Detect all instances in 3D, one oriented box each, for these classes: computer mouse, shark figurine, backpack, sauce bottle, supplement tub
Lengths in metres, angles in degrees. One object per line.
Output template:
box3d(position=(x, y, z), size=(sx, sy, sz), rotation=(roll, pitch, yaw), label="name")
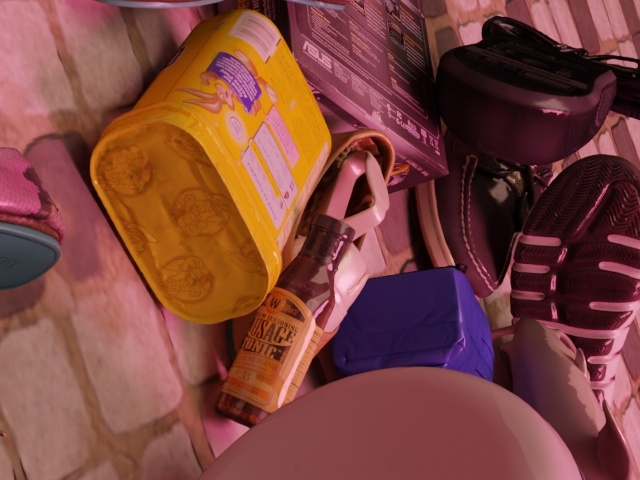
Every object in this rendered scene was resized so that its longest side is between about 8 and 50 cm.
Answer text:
box3d(position=(0.169, -0.105, 1.264), size=(0.272, 0.188, 0.072), rotation=(-26, 136, -62), label="computer mouse")
box3d(position=(0.141, 0.125, 1.116), size=(0.278, 0.116, 0.166), rotation=(-111, 176, -46), label="shark figurine")
box3d(position=(0.062, 0.081, 1.084), size=(0.120, 0.098, 0.101), rotation=(51, 38, -62), label="backpack")
box3d(position=(-0.018, 0.046, 0.934), size=(0.042, 0.042, 0.128), rotation=(37, 72, -52), label="sauce bottle")
box3d(position=(0.080, 0.245, 0.843), size=(0.325, 0.235, 0.235), rotation=(53, 31, -35), label="supplement tub")

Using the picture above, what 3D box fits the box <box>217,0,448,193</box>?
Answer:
box3d(position=(0.007, -0.155, 1.163), size=(0.231, 0.056, 0.183), rotation=(30, 47, -56), label="box")

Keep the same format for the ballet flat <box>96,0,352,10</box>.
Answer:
box3d(position=(-0.055, -0.175, 0.971), size=(0.213, 0.072, 0.068), rotation=(-7, 118, -44), label="ballet flat")

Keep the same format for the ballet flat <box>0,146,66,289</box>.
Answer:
box3d(position=(-0.185, -0.025, 0.681), size=(0.079, 0.077, 0.221), rotation=(59, 17, 15), label="ballet flat")

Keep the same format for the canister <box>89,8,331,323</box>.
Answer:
box3d(position=(-0.056, -0.049, 0.947), size=(0.126, 0.073, 0.170), rotation=(63, 25, -21), label="canister")

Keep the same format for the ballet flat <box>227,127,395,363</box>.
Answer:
box3d(position=(0.000, 0.000, 1.029), size=(0.080, 0.073, 0.232), rotation=(57, 30, -30), label="ballet flat")

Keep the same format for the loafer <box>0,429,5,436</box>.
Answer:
box3d(position=(-0.202, -0.048, 0.527), size=(0.130, 0.134, 0.365), rotation=(7, 61, -52), label="loafer")

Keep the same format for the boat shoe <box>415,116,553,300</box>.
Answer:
box3d(position=(0.144, -0.064, 1.343), size=(0.103, 0.092, 0.285), rotation=(58, 29, -29), label="boat shoe")

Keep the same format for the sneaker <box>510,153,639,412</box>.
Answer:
box3d(position=(0.204, 0.056, 1.337), size=(0.162, 0.106, 0.281), rotation=(-52, 153, -74), label="sneaker")
